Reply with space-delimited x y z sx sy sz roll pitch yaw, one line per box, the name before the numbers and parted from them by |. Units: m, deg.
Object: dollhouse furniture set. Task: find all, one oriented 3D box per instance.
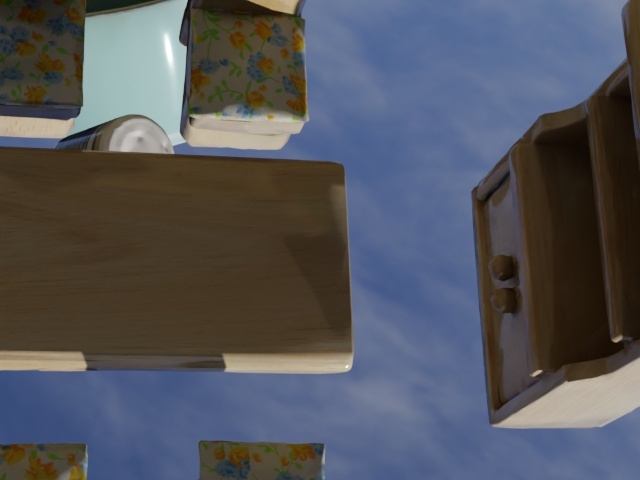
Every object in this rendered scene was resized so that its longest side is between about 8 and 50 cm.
dollhouse furniture set | 0.000 0.000 0.780 0.394 0.256 0.362 2 -109 -13

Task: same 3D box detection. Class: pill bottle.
pill bottle | -0.174 -0.056 1.183 0.067 0.067 0.120 -6 176 -42

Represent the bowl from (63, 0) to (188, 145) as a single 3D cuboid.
bowl | -0.169 -0.190 1.389 0.311 0.163 0.311 -7 -152 4
